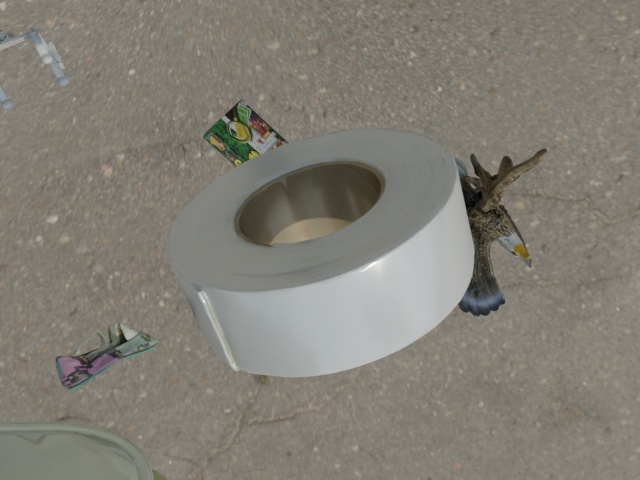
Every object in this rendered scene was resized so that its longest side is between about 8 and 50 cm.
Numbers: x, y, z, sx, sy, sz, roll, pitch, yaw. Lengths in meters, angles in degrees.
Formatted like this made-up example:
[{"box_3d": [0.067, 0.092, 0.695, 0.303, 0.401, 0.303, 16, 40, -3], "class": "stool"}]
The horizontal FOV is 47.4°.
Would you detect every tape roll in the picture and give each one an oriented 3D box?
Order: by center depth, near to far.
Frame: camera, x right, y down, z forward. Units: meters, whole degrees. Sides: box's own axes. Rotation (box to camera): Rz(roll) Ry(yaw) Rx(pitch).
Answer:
[{"box_3d": [0.000, 0.000, 0.706, 0.286, 0.286, 0.100, -19, 122, -1], "class": "tape roll"}]

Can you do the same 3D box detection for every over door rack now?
[{"box_3d": [-0.603, -0.298, 1.373, 0.239, 0.324, 0.108, -24, 104, -10], "class": "over door rack"}]

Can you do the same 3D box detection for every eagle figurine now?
[{"box_3d": [0.331, -0.017, 1.443, 0.226, 0.225, 0.298, -5, 144, 2], "class": "eagle figurine"}]

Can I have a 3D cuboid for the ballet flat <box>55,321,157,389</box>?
[{"box_3d": [-0.392, 0.198, 1.347, 0.077, 0.221, 0.079, -14, 97, 36], "class": "ballet flat"}]

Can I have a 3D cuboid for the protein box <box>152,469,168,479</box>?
[{"box_3d": [-0.136, 0.344, 0.655, 0.200, 0.201, 0.136, 38, 87, 1], "class": "protein box"}]

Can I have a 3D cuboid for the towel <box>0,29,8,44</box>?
[{"box_3d": [-0.516, -0.290, 0.974, 0.152, 0.113, 0.023, 27, 123, -1], "class": "towel"}]

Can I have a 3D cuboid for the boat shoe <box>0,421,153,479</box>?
[{"box_3d": [-0.258, 0.159, 0.397, 0.319, 0.116, 0.099, 9, 116, -25], "class": "boat shoe"}]

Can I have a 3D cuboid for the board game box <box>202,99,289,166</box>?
[{"box_3d": [-0.089, -0.145, 1.384, 0.259, 0.136, 0.030, 42, 134, -8], "class": "board game box"}]
